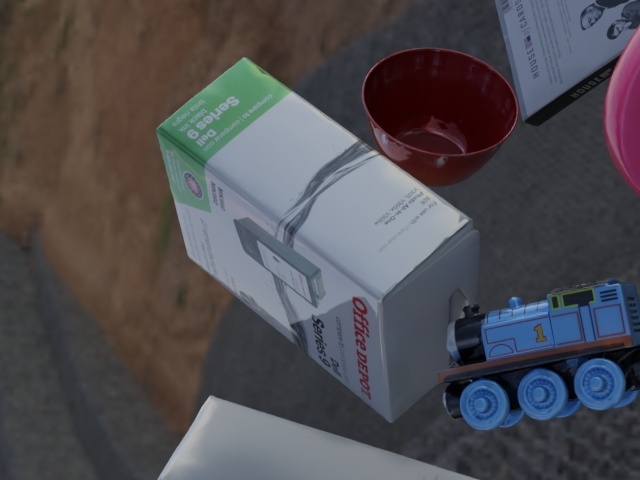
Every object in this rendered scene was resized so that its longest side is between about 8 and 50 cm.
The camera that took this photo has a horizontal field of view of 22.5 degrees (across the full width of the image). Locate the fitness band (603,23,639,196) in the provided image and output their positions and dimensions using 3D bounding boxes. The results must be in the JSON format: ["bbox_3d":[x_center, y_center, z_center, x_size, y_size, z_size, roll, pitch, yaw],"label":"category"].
[{"bbox_3d":[0.369,-0.147,1.371,0.291,0.209,0.054,-58,21,11],"label":"fitness band"}]

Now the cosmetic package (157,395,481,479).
[{"bbox_3d":[0.028,0.328,1.620,0.156,0.385,0.217,-56,-19,-52],"label":"cosmetic package"}]

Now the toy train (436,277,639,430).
[{"bbox_3d":[0.183,0.094,1.320,0.080,0.184,0.105,9,-110,-66],"label":"toy train"}]

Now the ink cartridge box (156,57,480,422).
[{"bbox_3d":[0.000,0.000,1.477,0.289,0.121,0.211,37,155,28],"label":"ink cartridge box"}]

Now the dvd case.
[{"bbox_3d":[0.285,-0.251,1.666,0.239,0.029,0.179,-35,50,40],"label":"dvd case"}]

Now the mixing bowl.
[{"bbox_3d":[0.131,-0.128,1.867,0.098,0.181,0.181,99,168,-47],"label":"mixing bowl"}]
